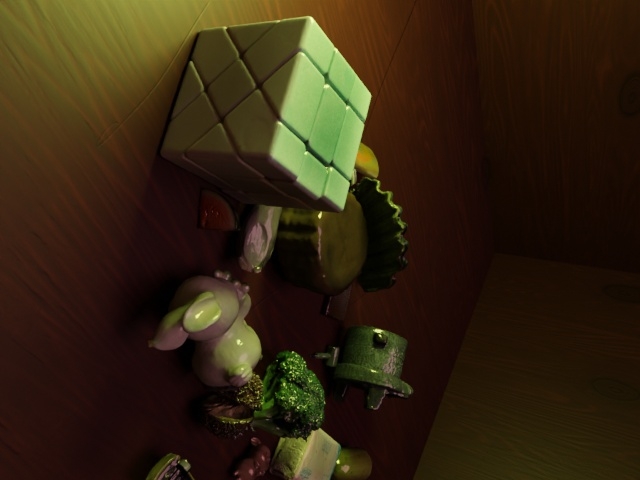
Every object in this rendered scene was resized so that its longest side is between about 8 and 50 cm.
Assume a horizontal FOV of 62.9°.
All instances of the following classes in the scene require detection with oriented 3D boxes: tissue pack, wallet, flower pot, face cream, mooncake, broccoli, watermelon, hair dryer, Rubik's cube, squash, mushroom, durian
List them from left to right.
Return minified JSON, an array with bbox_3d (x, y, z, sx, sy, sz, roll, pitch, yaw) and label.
[{"bbox_3d":[-0.257,-0.063,1.264,0.094,0.125,0.135,-36,103,-11],"label":"watermelon"},{"bbox_3d":[-0.228,0.410,1.355,0.196,0.166,0.196,-51,169,-14],"label":"durian"},{"bbox_3d":[-0.144,-0.075,1.395,0.109,0.097,0.352,92,15,-69],"label":"mushroom"},{"bbox_3d":[-0.110,-0.267,1.191,0.316,0.318,0.322,29,72,-57],"label":"Rubik's cube"},{"bbox_3d":[-0.110,0.454,1.502,0.245,0.265,0.295,-8,147,-30],"label":"broccoli"},{"bbox_3d":[-0.045,0.731,1.764,0.271,0.124,0.202,57,47,-47],"label":"tissue pack"},{"bbox_3d":[0.000,0.000,1.579,0.324,0.187,0.325,-17,110,-57],"label":"mooncake"},{"bbox_3d":[0.008,0.408,1.854,0.150,0.047,0.071,16,83,-49],"label":"hair dryer"},{"bbox_3d":[0.072,0.163,1.888,0.132,0.039,0.244,27,75,-52],"label":"wallet"},{"bbox_3d":[0.101,0.876,2.034,0.247,0.132,0.133,34,69,-57],"label":"squash"},{"bbox_3d":[0.105,-0.296,1.757,0.285,0.067,0.140,13,51,-59],"label":"face cream"},{"bbox_3d":[0.201,0.486,1.934,0.299,0.298,0.283,47,54,-53],"label":"flower pot"}]

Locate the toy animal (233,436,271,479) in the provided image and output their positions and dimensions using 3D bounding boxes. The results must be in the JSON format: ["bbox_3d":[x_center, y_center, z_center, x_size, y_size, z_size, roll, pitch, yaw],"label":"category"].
[{"bbox_3d":[-0.200,0.651,1.534,0.150,0.089,0.084,-29,144,-57],"label":"toy animal"}]

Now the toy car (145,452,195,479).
[{"bbox_3d":[-0.342,0.610,1.238,0.101,0.124,0.257,-48,127,-43],"label":"toy car"}]

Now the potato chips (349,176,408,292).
[{"bbox_3d":[0.170,-0.015,1.710,0.069,0.429,0.359,-13,82,-19],"label":"potato chips"}]

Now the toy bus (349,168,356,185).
[{"bbox_3d":[0.068,-0.209,1.714,0.058,0.102,0.052,-35,127,-54],"label":"toy bus"}]

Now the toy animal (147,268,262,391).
[{"bbox_3d":[-0.252,0.201,1.199,0.247,0.182,0.310,-97,174,-51],"label":"toy animal"}]
